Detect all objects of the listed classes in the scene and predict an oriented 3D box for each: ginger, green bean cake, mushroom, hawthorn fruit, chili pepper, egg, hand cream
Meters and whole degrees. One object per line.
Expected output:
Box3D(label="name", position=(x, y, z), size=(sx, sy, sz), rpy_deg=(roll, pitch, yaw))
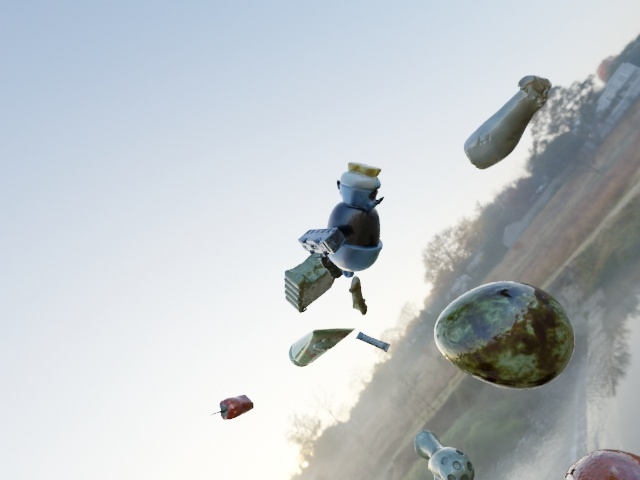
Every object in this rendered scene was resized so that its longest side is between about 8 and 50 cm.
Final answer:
Box3D(label="ginger", position=(0.126, 0.190, 1.379), size=(0.057, 0.137, 0.044), rpy_deg=(-13, -2, -7))
Box3D(label="green bean cake", position=(-0.044, 0.154, 1.691), size=(0.236, 0.124, 0.233), rpy_deg=(-33, -32, -34))
Box3D(label="mushroom", position=(0.429, -0.261, 0.914), size=(0.116, 0.093, 0.225), rpy_deg=(5, -34, -32))
Box3D(label="hawthorn fruit", position=(0.700, 0.624, 0.871), size=(0.276, 0.276, 0.307), rpy_deg=(-52, -6, 6))
Box3D(label="chili pepper", position=(-0.342, 0.639, 1.533), size=(0.192, 0.084, 0.086), rpy_deg=(1, -44, -50))
Box3D(label="egg", position=(0.408, 0.210, 0.911), size=(0.238, 0.289, 0.238), rpy_deg=(2, -90, -81))
Box3D(label="hand cream", position=(-0.015, 0.338, 1.331), size=(0.147, 0.093, 0.306), rpy_deg=(5, -33, -26))

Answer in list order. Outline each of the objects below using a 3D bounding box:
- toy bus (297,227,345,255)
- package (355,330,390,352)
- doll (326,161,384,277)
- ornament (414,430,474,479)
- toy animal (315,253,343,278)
Box3D(label="toy bus", position=(0.000, 0.000, 1.010), size=(0.065, 0.047, 0.166), rpy_deg=(-45, 19, -20))
Box3D(label="package", position=(0.168, 0.324, 1.295), size=(0.037, 0.110, 0.015), rpy_deg=(-52, -23, -45))
Box3D(label="doll", position=(0.093, -0.044, 1.065), size=(0.141, 0.177, 0.314), rpy_deg=(-9, -64, -40))
Box3D(label="ornament", position=(0.257, 0.460, 0.839), size=(0.081, 0.075, 0.156), rpy_deg=(-43, 6, -11))
Box3D(label="toy animal", position=(0.032, 0.066, 1.299), size=(0.065, 0.047, 0.136), rpy_deg=(-48, -61, -20))
